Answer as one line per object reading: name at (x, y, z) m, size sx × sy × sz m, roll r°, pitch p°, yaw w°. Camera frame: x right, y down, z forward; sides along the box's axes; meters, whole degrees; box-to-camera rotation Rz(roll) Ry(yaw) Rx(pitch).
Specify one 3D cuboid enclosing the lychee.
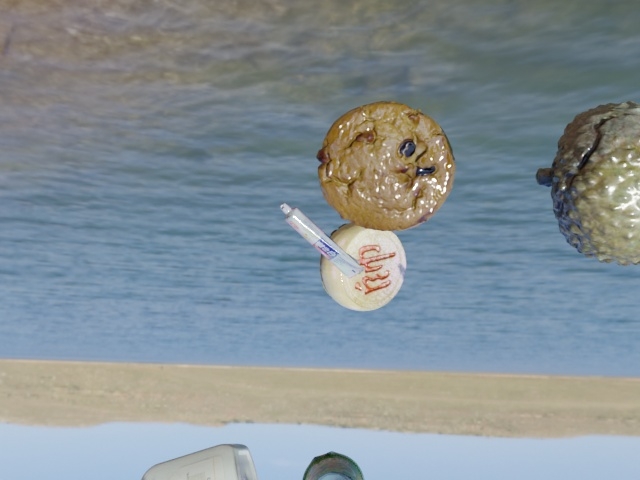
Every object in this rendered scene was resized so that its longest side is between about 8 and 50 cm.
lychee at (0.473, -0.085, 0.984) m, size 0.274 × 0.255 × 0.255 m, roll 9°, pitch 173°, yaw 24°

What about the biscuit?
biscuit at (0.138, -0.151, 1.348) m, size 0.296 × 0.295 × 0.075 m, roll 2°, pitch -166°, yaw 0°

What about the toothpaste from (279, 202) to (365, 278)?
toothpaste at (0.000, 0.000, 1.033) m, size 0.170 × 0.028 × 0.045 m, roll 43°, pitch 135°, yaw -14°

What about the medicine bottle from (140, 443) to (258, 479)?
medicine bottle at (-0.280, 0.536, 1.346) m, size 0.296 × 0.161 × 0.111 m, roll -21°, pitch 158°, yaw 10°

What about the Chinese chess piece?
Chinese chess piece at (0.126, 0.074, 1.905) m, size 0.270 × 0.270 × 0.112 m, roll 10°, pitch 179°, yaw -35°

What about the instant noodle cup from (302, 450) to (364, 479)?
instant noodle cup at (0.038, 0.753, 1.936) m, size 0.207 × 0.207 × 0.232 m, roll 1°, pitch 168°, yaw 2°
